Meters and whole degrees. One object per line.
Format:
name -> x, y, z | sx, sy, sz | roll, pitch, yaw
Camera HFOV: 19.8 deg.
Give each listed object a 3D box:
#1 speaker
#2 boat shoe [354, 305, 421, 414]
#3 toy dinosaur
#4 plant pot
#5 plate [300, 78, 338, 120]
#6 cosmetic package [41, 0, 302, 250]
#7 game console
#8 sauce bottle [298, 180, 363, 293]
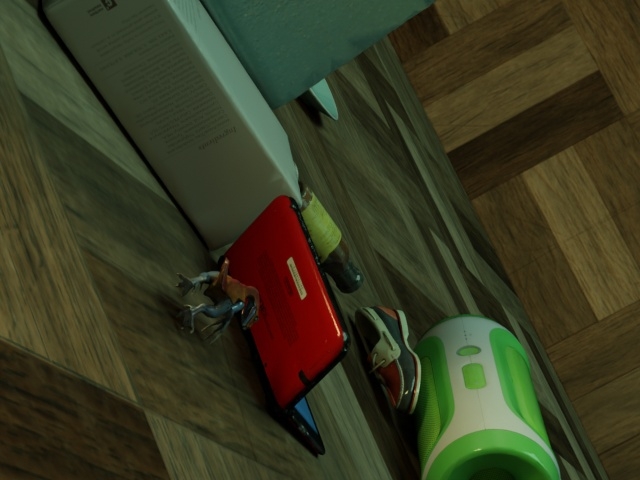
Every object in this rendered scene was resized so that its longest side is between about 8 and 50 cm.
speaker -> 0.147, 0.173, 1.702 | 0.131, 0.131, 0.296 | 58, 10, -18
boat shoe -> 0.062, 0.109, 1.696 | 0.043, 0.049, 0.137 | 11, 35, -18
toy dinosaur -> -0.058, 0.040, 1.199 | 0.082, 0.090, 0.047 | -6, 81, -46
plant pot -> -0.037, -0.309, 1.432 | 0.252, 0.247, 0.248 | 53, 4, -43
plate -> -0.034, -0.221, 2.191 | 0.188, 0.024, 0.188 | 59, 9, -16
cosmetic package -> -0.107, -0.117, 1.338 | 0.231, 0.085, 0.117 | 58, 10, -29
game console -> -0.012, 0.061, 1.329 | 0.085, 0.124, 0.144 | 14, 42, -41
sauce bottle -> 0.000, 0.000, 1.679 | 0.128, 0.042, 0.042 | 54, 12, -35
